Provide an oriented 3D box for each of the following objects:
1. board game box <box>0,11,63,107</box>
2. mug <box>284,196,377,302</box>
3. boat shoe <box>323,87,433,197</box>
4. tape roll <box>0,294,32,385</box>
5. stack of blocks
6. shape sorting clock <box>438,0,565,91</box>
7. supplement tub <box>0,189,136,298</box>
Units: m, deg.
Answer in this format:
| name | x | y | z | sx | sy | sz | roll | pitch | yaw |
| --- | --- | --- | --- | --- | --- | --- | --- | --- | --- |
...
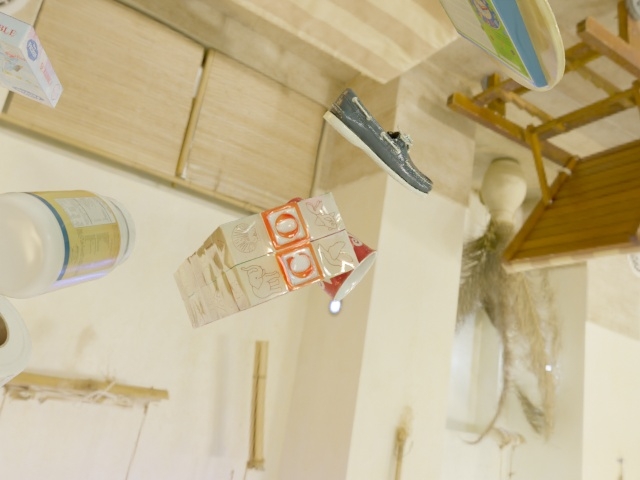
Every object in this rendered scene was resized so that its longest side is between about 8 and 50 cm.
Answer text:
| name | x | y | z | sx | sy | sz | roll | pitch | yaw |
| --- | --- | --- | --- | --- | --- | --- | --- | --- | --- |
| board game box | -0.806 | -0.463 | 1.251 | 0.318 | 0.066 | 0.318 | 22 | 165 | -11 |
| mug | 0.005 | -0.002 | 0.910 | 0.169 | 0.113 | 0.150 | 40 | 133 | 16 |
| boat shoe | 0.122 | -0.176 | 0.977 | 0.254 | 0.079 | 0.095 | 37 | -168 | -14 |
| tape roll | -0.694 | 0.196 | 0.983 | 0.169 | 0.246 | 0.246 | -37 | 156 | 1 |
| stack of blocks | -0.068 | 0.030 | 0.668 | 0.171 | 0.087 | 0.297 | -20 | 176 | -26 |
| shape sorting clock | 0.136 | -0.213 | 0.449 | 0.040 | 0.206 | 0.206 | -40 | 144 | 14 |
| supplement tub | -0.385 | -0.002 | 0.789 | 0.144 | 0.145 | 0.199 | 6 | -172 | 14 |
